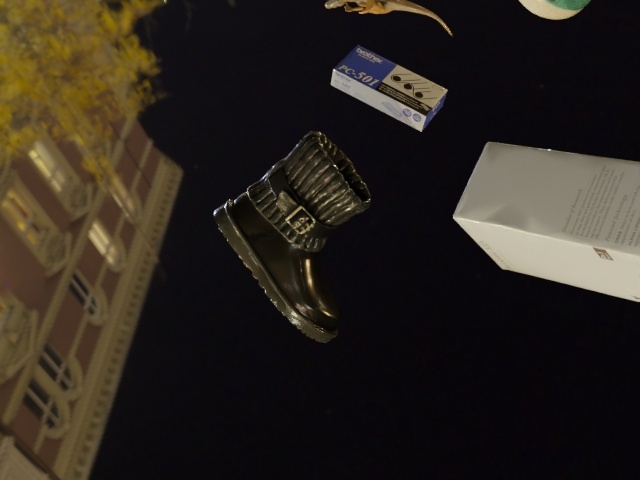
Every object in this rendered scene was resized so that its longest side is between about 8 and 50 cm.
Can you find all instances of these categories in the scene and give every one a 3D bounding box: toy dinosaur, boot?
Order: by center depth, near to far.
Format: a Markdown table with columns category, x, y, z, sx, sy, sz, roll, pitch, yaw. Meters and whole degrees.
| category | x | y | z | sx | sy | sz | roll | pitch | yaw |
| --- | --- | --- | --- | --- | --- | --- | --- | --- | --- |
| toy dinosaur | 0.110 | -0.385 | 1.464 | 0.211 | 0.064 | 0.112 | 15 | -169 | 12 |
| boot | -0.001 | 0.001 | 1.675 | 0.260 | 0.348 | 0.131 | -34 | -164 | 14 |

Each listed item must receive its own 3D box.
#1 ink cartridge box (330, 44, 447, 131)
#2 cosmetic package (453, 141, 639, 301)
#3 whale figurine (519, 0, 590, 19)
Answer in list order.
| category | x | y | z | sx | sy | sz | roll | pitch | yaw |
| --- | --- | --- | --- | --- | --- | --- | --- | --- | --- |
| ink cartridge box | 0.133 | -0.298 | 1.777 | 0.207 | 0.046 | 0.097 | 29 | -128 | 14 |
| cosmetic package | 0.431 | -0.022 | 1.422 | 0.385 | 0.217 | 0.156 | 12 | -108 | 43 |
| whale figurine | 0.378 | -0.515 | 1.594 | 0.141 | 0.272 | 0.216 | -44 | -168 | 50 |
